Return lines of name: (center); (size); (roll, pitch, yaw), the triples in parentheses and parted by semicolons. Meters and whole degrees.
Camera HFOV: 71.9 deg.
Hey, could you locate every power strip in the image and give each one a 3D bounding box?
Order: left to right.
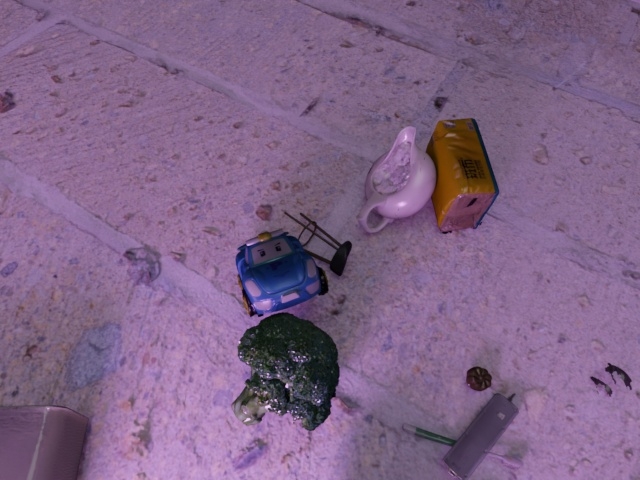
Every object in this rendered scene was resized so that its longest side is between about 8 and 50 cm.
power strip: (0.353, 0.416, 0.956); (0.253, 0.027, 0.060); (-33, 56, -29)

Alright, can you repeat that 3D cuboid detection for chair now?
chair: (-0.001, 0.001, 1.189); (0.222, 0.104, 0.095); (36, 48, 22)

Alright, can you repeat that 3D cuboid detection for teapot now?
teapot: (0.207, -0.150, 1.229); (0.209, 0.166, 0.299); (26, 79, 32)

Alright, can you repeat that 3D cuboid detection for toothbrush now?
toothbrush: (0.305, 0.446, 0.960); (0.257, 0.024, 0.018); (15, 40, 9)

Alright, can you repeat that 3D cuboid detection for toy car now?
toy car: (-0.107, 0.061, 1.051); (0.199, 0.314, 0.165); (-19, 106, -9)

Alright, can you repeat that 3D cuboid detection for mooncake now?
mooncake: (0.519, 0.325, 1.023); (0.347, 0.057, 0.150); (-16, 73, -3)

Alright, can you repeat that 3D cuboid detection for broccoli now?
broccoli: (-0.074, 0.292, 0.943); (0.270, 0.270, 0.270); (-46, 64, 16)

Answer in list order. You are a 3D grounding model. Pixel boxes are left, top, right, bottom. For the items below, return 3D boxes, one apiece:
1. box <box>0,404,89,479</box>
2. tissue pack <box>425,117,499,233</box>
box: (-0.661, 0.505, 0.826); (0.353, 0.177, 0.343); (-2, 57, -1)
tissue pack: (0.382, -0.183, 1.245); (0.134, 0.192, 0.270); (-2, 58, -4)
